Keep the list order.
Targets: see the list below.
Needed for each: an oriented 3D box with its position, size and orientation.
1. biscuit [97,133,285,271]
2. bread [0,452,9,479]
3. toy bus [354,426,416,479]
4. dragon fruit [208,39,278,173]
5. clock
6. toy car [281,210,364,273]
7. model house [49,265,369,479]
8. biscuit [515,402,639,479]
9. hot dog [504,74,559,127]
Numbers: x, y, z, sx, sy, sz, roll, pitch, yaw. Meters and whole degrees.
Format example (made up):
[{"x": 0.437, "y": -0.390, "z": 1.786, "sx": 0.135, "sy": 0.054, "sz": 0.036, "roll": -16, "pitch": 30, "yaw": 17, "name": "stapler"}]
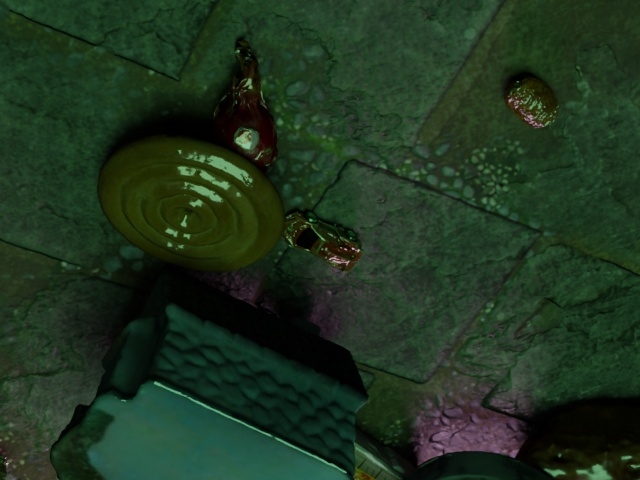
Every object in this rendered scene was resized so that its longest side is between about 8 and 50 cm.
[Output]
[{"x": -0.174, "y": -0.040, "z": 1.766, "sx": 0.261, "sy": 0.037, "sz": 0.262, "roll": 8, "pitch": 142, "yaw": 6, "name": "biscuit"}, {"x": -0.571, "y": 0.400, "z": 2.048, "sx": 0.138, "sy": 0.102, "sz": 0.196, "roll": 24, "pitch": 121, "yaw": -20, "name": "bread"}, {"x": 0.064, "y": 0.364, "z": 2.120, "sx": 0.106, "sy": 0.092, "sz": 0.268, "roll": -45, "pitch": 119, "yaw": 11, "name": "toy bus"}, {"x": -0.101, "y": -0.161, "z": 1.715, "sx": 0.094, "sy": 0.094, "sz": 0.191, "roll": -4, "pitch": 122, "yaw": -5, "name": "dragon fruit"}, {"x": 0.254, "y": 0.443, "z": 2.064, "sx": 0.280, "sy": 0.055, "sz": 0.281, "roll": 8, "pitch": 128, "yaw": 10, "name": "clock"}, {"x": 0.000, "y": 0.000, "z": 1.875, "sx": 0.122, "sy": 0.035, "sz": 0.059, "roll": 24, "pitch": 123, "yaw": -25, "name": "toy car"}, {"x": -0.143, "y": 0.204, "z": 1.843, "sx": 0.360, "sy": 0.339, "sz": 0.297, "roll": 26, "pitch": 132, "yaw": -12, "name": "model house"}, {"x": 0.486, "y": 0.448, "z": 2.185, "sx": 0.342, "sy": 0.166, "sz": 0.395, "roll": -2, "pitch": 125, "yaw": -1, "name": "biscuit"}, {"x": 0.280, "y": -0.186, "z": 1.778, "sx": 0.058, "sy": 0.035, "sz": 0.083, "roll": -39, "pitch": 122, "yaw": 20, "name": "hot dog"}]
